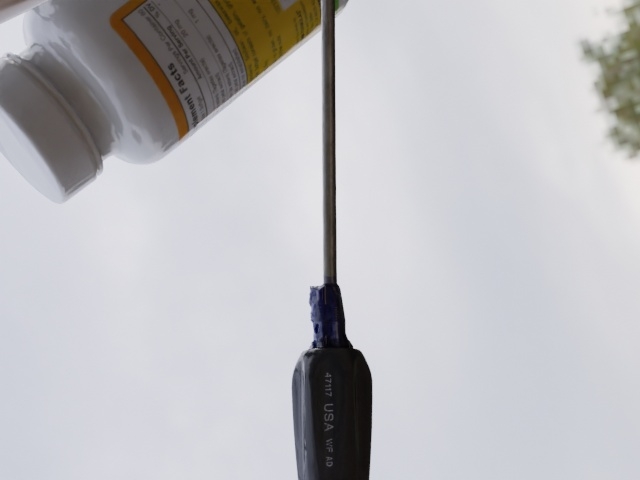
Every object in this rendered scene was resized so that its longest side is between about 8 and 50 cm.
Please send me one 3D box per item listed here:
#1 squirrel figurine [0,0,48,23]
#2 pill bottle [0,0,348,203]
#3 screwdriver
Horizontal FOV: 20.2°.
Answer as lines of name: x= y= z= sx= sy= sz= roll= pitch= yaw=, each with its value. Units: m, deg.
squirrel figurine: x=0.022 y=-0.201 z=0.256 sx=0.397 sy=0.370 sz=0.281 roll=15 pitch=-128 yaw=-39
pill bottle: x=-0.111 y=-0.138 z=1.200 sx=0.246 sy=0.136 sz=0.136 roll=-41 pitch=-61 yaw=-17
screwdriver: x=0.000 y=0.000 z=0.536 sx=0.024 sy=0.025 sz=0.169 roll=16 pitch=-115 yaw=-53
